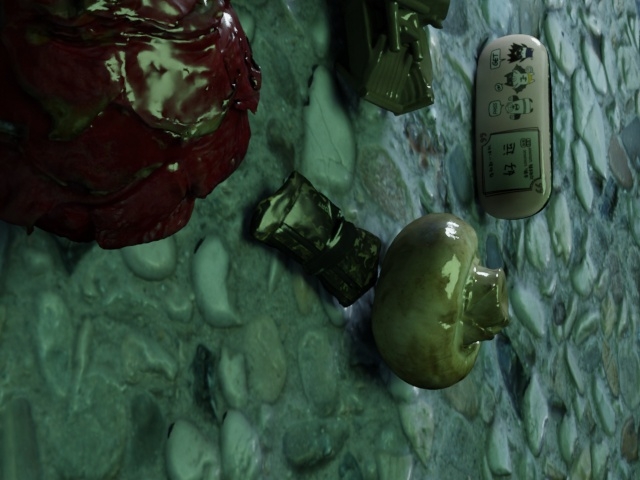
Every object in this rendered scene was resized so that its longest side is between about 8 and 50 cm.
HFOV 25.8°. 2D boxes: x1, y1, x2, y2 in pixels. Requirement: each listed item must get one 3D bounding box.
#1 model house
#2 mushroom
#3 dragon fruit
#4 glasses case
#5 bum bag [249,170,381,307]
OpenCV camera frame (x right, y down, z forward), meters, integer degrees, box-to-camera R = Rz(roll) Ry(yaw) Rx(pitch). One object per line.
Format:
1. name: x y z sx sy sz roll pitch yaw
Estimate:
1. model house: 0.102 -0.268 1.956 0.229 0.122 0.188 14 73 -58
2. mushroom: 0.164 0.084 1.907 0.255 0.184 0.255 -8 90 -77
3. dragon fruit: -0.208 -0.156 1.281 0.329 0.329 0.329 19 67 -54
4. glasses case: 0.314 -0.185 2.260 0.075 0.122 0.314 27 61 -57
5. bum bag: 0.001 -0.001 1.781 0.102 0.069 0.248 -53 138 -2
